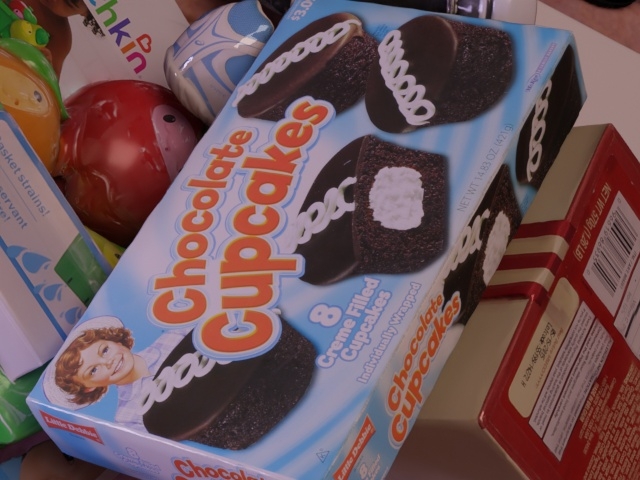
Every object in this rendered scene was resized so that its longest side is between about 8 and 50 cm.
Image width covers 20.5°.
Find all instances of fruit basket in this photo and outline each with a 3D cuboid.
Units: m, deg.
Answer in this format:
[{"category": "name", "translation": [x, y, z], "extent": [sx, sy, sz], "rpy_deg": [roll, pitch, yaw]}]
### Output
[{"category": "fruit basket", "translation": [-0.154, -0.035, 1.104], "extent": [0.353, 0.165, 0.327], "rpy_deg": [-39, 102, -39]}]

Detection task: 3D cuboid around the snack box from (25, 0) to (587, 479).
[{"category": "snack box", "translation": [0.000, 0.000, 0.987], "extent": [0.187, 0.060, 0.322], "rpy_deg": [12, 56, 30]}]

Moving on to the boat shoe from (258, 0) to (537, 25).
[{"category": "boat shoe", "translation": [0.011, -0.177, 1.180], "extent": [0.119, 0.335, 0.121], "rpy_deg": [-1, 107, -31]}]

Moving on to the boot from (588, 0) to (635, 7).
[{"category": "boot", "translation": [0.220, -0.234, 1.393], "extent": [0.121, 0.099, 0.045], "rpy_deg": [22, 64, -14]}]

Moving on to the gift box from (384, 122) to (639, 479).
[{"category": "gift box", "translation": [0.086, 0.066, 1.108], "extent": [0.276, 0.258, 0.255], "rpy_deg": [53, 52, -29]}]

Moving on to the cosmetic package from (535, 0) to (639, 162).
[{"category": "cosmetic package", "translation": [0.135, -0.117, 1.321], "extent": [0.231, 0.085, 0.117], "rpy_deg": [27, 62, -13]}]

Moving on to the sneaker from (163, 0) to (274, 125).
[{"category": "sneaker", "translation": [-0.014, -0.088, 1.183], "extent": [0.237, 0.086, 0.085], "rpy_deg": [31, 33, -59]}]
